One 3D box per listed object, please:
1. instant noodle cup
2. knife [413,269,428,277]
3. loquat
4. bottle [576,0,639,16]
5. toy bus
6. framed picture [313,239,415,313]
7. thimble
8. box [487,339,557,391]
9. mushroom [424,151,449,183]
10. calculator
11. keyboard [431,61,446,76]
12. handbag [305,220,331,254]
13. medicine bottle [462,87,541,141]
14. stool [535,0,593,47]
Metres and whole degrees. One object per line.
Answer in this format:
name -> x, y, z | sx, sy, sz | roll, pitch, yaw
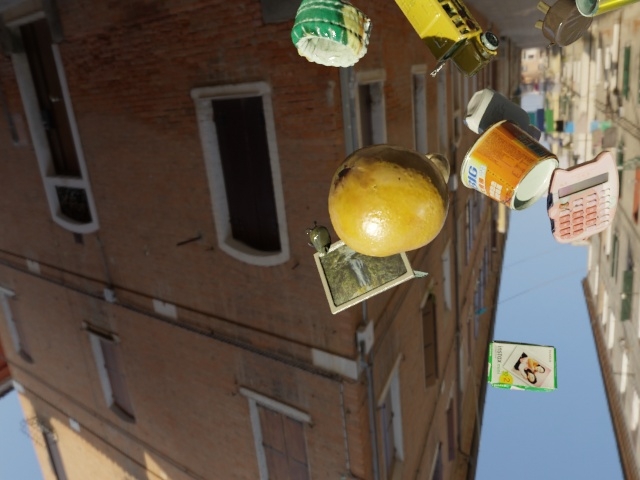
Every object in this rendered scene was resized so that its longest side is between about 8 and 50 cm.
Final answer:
instant noodle cup -> 0.674, -0.251, 1.861 | 0.296, 0.297, 0.214 | -17, -133, -31
knife -> 0.281, 0.108, 1.855 | 0.210, 0.028, 0.015 | 11, 174, -15
loquat -> 0.145, -0.081, 1.139 | 0.262, 0.263, 0.263 | -6, -163, 2
bottle -> 0.696, -0.557, 1.124 | 0.286, 0.082, 0.082 | -19, -162, -4
toy bus -> 0.307, -0.575, 1.355 | 0.123, 0.336, 0.121 | -31, 176, -34
framed picture -> 0.140, 0.081, 1.792 | 0.324, 0.241, 0.020 | -27, 155, 23
thimble -> 0.042, -0.768, 1.955 | 0.288, 0.168, 0.254 | 12, 171, 4
box -> 0.773, 0.484, 2.031 | 0.249, 0.180, 0.103 | 1, 163, 17
mushroom -> 0.397, -0.240, 1.919 | 0.127, 0.166, 0.166 | 13, -163, -4
calculator -> 0.811, -0.122, 1.643 | 0.220, 0.330, 0.048 | -20, -143, 5
keyboard -> 0.409, -0.595, 1.766 | 0.060, 0.018, 0.195 | -45, -174, 37
handbag -> 0.000, 0.000, 1.561 | 0.047, 0.111, 0.072 | 23, -119, 40
medicine bottle -> 0.706, -0.455, 2.045 | 0.296, 0.161, 0.111 | 25, 179, -15
stool -> 0.676, -0.618, 1.415 | 0.125, 0.217, 0.121 | 19, -147, -47
